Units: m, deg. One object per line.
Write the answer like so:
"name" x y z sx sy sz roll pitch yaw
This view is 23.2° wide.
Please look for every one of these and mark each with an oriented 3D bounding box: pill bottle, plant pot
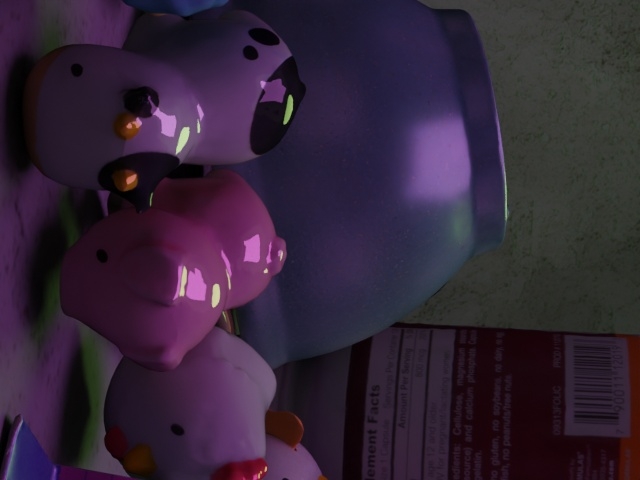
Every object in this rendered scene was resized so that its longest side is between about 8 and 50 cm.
"pill bottle" 0.111 0.186 1.380 0.224 0.392 0.224 2 90 -82
"plant pot" 0.022 -0.064 1.104 0.293 0.196 0.293 171 -90 -88

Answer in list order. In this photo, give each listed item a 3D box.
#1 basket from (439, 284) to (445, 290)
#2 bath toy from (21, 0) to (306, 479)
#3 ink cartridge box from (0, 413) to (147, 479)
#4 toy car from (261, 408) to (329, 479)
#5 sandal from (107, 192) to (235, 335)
"basket" 0.000 0.000 1.365 0.227 0.204 0.154 -11 110 -72
"bath toy" -0.076 0.000 0.831 0.129 0.151 0.348 -126 -149 -54
"ink cartridge box" -0.125 0.305 0.840 0.330 0.071 0.324 82 13 -61
"toy car" -0.024 0.223 1.182 0.219 0.210 0.238 -34 115 -67
"sandal" -0.100 0.032 0.963 0.180 0.072 0.049 80 29 -53
